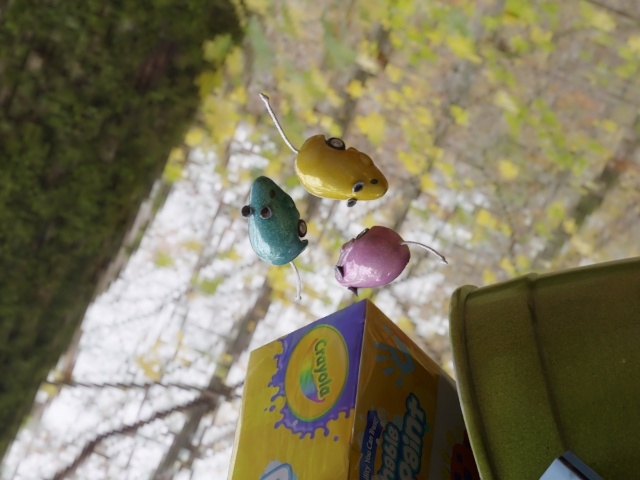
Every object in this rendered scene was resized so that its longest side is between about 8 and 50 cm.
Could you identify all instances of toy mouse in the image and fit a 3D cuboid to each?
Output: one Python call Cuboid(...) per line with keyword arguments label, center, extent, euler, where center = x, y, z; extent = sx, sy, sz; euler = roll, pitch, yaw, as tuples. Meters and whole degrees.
Cuboid(label="toy mouse", center=(0.000, 0.000, 0.965), extent=(0.161, 0.143, 0.031), euler=(31, -140, 3))

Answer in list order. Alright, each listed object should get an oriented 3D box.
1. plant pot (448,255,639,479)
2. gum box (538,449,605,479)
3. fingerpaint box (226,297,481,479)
Cuboid(label="plant pot", center=(0.346, 0.153, 1.279), extent=(0.366, 0.353, 0.366), euler=(58, -161, -33))
Cuboid(label="gum box", center=(0.189, 0.280, 1.093), extent=(0.157, 0.184, 0.041), euler=(40, -163, 18))
Cuboid(label="fingerpaint box", center=(0.075, 0.343, 1.340), extent=(0.371, 0.163, 0.445), euler=(43, -145, -31))
